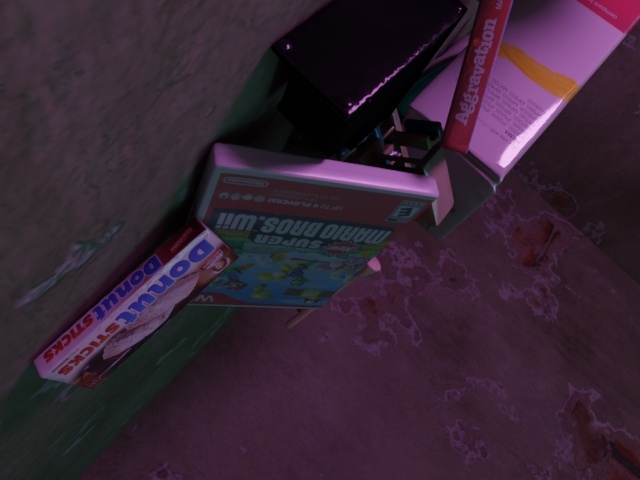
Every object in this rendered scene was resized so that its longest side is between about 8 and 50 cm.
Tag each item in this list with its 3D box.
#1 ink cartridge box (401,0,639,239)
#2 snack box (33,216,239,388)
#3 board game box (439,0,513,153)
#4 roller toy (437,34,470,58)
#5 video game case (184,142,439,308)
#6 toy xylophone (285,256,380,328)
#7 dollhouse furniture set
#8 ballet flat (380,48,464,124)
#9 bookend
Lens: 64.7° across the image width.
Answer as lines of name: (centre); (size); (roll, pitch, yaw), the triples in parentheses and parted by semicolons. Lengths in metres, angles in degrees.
ink cartridge box: (0.282, -0.216, 0.799); (0.385, 0.160, 0.279); (-47, 172, -14)
snack box: (-0.155, 0.057, 0.440); (0.178, 0.022, 0.064); (-43, 150, -4)
board game box: (0.158, -0.224, 0.437); (0.145, 0.027, 0.281); (-46, 151, -66)
roller toy: (0.357, -0.372, 1.202); (0.191, 0.209, 0.146); (-1, -143, 51)
video game case: (-0.041, 0.009, 0.526); (0.285, 0.204, 0.025); (130, -41, -53)
toy xylophone: (0.000, 0.000, 0.785); (0.081, 0.236, 0.322); (13, 142, -41)
dollhouse furniture set: (0.085, -0.083, 0.584); (0.129, 0.183, 0.129); (-47, 134, -26)
ballet flat: (0.201, -0.273, 1.121); (0.400, 0.139, 0.139); (-48, 178, 35)
bookend: (0.022, -0.131, 0.433); (0.156, 0.072, 0.157); (-46, 178, -24)
